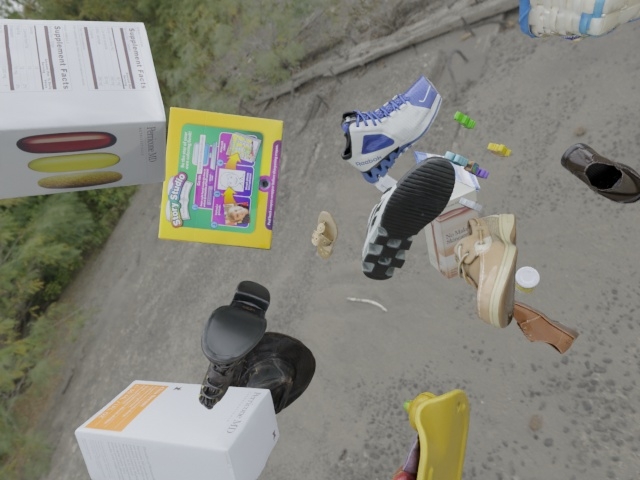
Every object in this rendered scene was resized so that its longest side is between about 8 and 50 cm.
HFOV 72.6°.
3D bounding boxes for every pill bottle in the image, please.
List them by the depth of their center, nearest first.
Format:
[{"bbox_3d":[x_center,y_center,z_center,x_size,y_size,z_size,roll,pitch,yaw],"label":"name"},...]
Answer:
[{"bbox_3d":[0.616,0.124,1.310,0.065,0.116,0.065,-6,69,16],"label":"pill bottle"}]

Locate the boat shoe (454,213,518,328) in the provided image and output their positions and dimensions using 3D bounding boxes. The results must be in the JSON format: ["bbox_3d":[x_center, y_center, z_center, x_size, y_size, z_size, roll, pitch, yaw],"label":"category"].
[{"bbox_3d":[0.308,0.047,0.818,0.110,0.122,0.341,3,24,23],"label":"boat shoe"}]

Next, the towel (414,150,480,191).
[{"bbox_3d":[0.575,-0.319,1.982,0.034,0.285,0.209,112,160,-49],"label":"towel"}]

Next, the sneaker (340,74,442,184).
[{"bbox_3d":[0.159,-0.307,1.157,0.315,0.182,0.127,-51,29,28],"label":"sneaker"}]

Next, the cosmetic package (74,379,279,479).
[{"bbox_3d":[-0.363,0.504,1.132,0.453,0.162,0.230,-3,16,19],"label":"cosmetic package"}]

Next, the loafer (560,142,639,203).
[{"bbox_3d":[0.606,-0.125,0.919,0.078,0.220,0.080,-92,27,-52],"label":"loafer"}]

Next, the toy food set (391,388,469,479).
[{"bbox_3d":[0.108,0.268,0.494,0.071,0.128,0.218,9,92,38],"label":"toy food set"}]

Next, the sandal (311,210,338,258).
[{"bbox_3d":[0.005,0.003,1.611,0.088,0.240,0.079,31,56,21],"label":"sandal"}]

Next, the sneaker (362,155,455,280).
[{"bbox_3d":[0.173,-0.071,0.968,0.146,0.122,0.331,-89,21,-47],"label":"sneaker"}]

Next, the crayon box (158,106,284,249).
[{"bbox_3d":[-0.276,-0.169,1.241,0.106,0.313,0.363,-144,60,-87],"label":"crayon box"}]

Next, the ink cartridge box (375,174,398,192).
[{"bbox_3d":[0.268,-0.209,1.676,0.063,0.109,0.150,-56,8,12],"label":"ink cartridge box"}]

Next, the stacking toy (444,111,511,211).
[{"bbox_3d":[0.342,-0.179,1.027,0.052,0.221,0.167,35,102,54],"label":"stacking toy"}]

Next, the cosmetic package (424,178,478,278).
[{"bbox_3d":[0.449,-0.040,1.489,0.153,0.296,0.129,-23,29,-8],"label":"cosmetic package"}]

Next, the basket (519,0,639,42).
[{"bbox_3d":[0.409,-0.447,0.702,0.254,0.201,0.289,-23,49,-7],"label":"basket"}]

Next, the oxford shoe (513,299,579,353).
[{"bbox_3d":[0.512,0.202,1.066,0.212,0.076,0.076,31,91,16],"label":"oxford shoe"}]

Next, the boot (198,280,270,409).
[{"bbox_3d":[-0.169,0.214,0.788,0.263,0.091,0.229,-66,0,-72],"label":"boot"}]

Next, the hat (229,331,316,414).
[{"bbox_3d":[-0.167,0.460,1.383,0.331,0.331,0.134,-50,21,10],"label":"hat"}]

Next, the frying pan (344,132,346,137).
[{"bbox_3d":[0.181,-0.379,1.667,0.053,0.197,0.326,-33,1,-4],"label":"frying pan"}]

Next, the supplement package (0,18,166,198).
[{"bbox_3d":[-0.305,-0.139,0.474,0.139,0.244,0.134,131,125,-62],"label":"supplement package"}]
